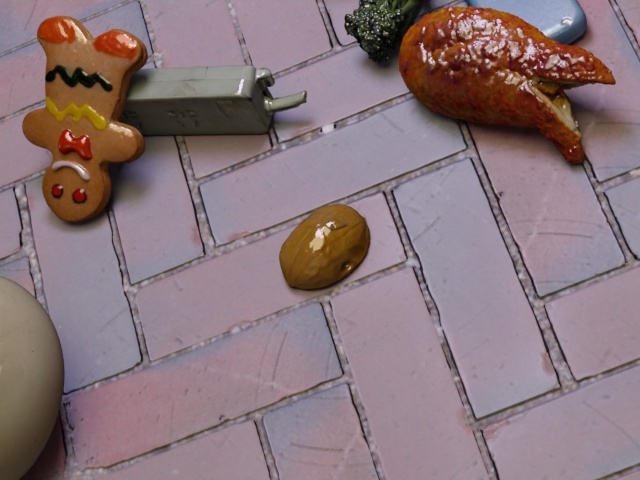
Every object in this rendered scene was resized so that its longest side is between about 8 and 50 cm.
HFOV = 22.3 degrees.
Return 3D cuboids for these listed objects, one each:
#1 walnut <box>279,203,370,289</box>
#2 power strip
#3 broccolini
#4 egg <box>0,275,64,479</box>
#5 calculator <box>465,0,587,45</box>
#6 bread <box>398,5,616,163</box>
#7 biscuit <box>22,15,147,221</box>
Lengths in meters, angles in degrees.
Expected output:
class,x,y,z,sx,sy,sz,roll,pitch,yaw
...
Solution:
class,x,y,z,sx,sy,sz,roll,pitch,yaw
walnut,0.000,0.000,1.880,0.121,0.052,0.091,-44,53,-12
power strip,-0.155,-0.174,2.014,0.288,0.093,0.053,0,62,20
broccolini,0.164,-0.384,2.035,0.074,0.079,0.392,18,67,47
egg,-0.398,0.166,1.815,0.219,0.219,0.269,0,62,19
calculator,0.241,-0.295,1.984,0.121,0.039,0.210,-27,55,5
bread,0.206,-0.192,1.884,0.269,0.095,0.139,27,113,33
biscuit,-0.293,-0.143,1.994,0.165,0.036,0.250,14,102,19
